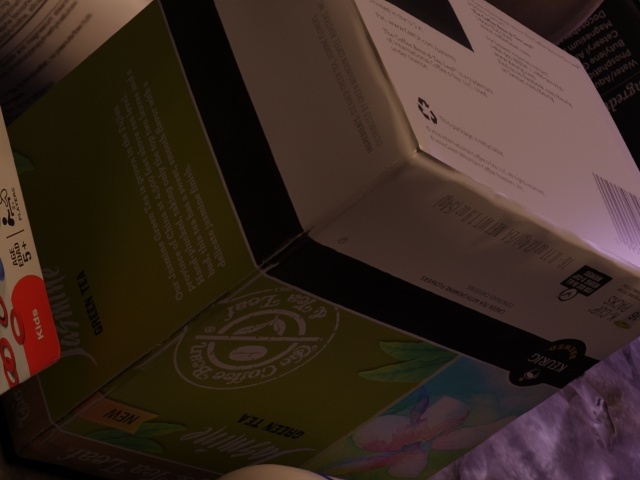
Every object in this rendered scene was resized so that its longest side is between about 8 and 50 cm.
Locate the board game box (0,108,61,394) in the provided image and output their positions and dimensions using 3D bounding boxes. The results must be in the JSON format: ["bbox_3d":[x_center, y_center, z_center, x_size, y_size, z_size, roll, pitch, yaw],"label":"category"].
[{"bbox_3d":[-0.268,-0.038,0.963,0.302,0.086,0.308,-34,113,-66],"label":"board game box"}]

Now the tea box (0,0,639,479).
[{"bbox_3d":[0.000,0.000,1.248,0.329,0.323,0.220,22,38,-48],"label":"tea box"}]

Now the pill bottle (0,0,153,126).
[{"bbox_3d":[-0.215,-0.183,1.299,0.283,0.160,0.160,41,27,-27],"label":"pill bottle"}]

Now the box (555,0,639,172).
[{"bbox_3d":[0.249,-0.223,2.002,0.472,0.297,0.480,55,24,-2],"label":"box"}]

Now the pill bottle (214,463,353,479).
[{"bbox_3d":[-0.003,0.217,1.171,0.272,0.152,0.152,19,42,-51],"label":"pill bottle"}]

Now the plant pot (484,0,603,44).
[{"bbox_3d":[0.026,-0.303,1.404,0.305,0.334,0.334,3,55,-47],"label":"plant pot"}]
